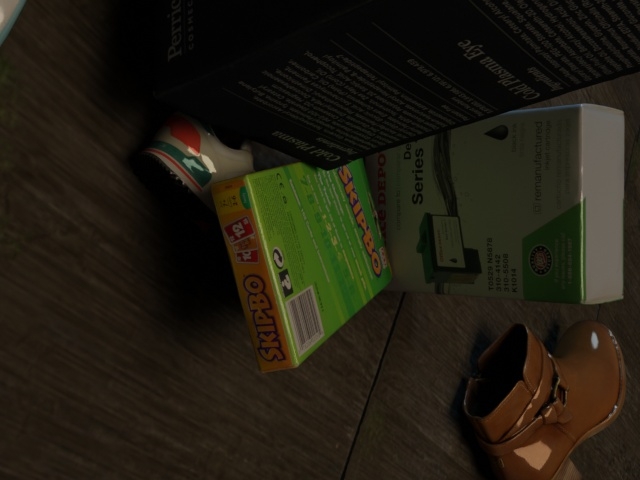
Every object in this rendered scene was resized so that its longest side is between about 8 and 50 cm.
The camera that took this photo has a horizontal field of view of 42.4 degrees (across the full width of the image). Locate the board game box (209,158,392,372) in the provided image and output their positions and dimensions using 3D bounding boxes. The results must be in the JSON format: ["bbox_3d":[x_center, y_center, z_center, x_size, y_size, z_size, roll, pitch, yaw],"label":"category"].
[{"bbox_3d":[0.000,0.000,0.627,0.259,0.039,0.124,-26,103,-66],"label":"board game box"}]

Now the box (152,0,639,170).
[{"bbox_3d":[0.066,-0.256,0.499,0.179,0.312,0.344,17,65,-49],"label":"box"}]

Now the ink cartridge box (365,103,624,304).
[{"bbox_3d":[0.147,-0.030,0.733,0.092,0.219,0.160,-3,92,-48],"label":"ink cartridge box"}]

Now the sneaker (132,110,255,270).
[{"bbox_3d":[-0.060,-0.034,0.598,0.161,0.057,0.075,48,61,-37],"label":"sneaker"}]

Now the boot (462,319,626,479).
[{"bbox_3d":[0.267,0.163,0.997,0.283,0.109,0.220,-55,127,-25],"label":"boot"}]

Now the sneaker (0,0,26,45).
[{"bbox_3d":[-0.217,-0.212,0.348,0.208,0.127,0.319,32,57,-49],"label":"sneaker"}]
